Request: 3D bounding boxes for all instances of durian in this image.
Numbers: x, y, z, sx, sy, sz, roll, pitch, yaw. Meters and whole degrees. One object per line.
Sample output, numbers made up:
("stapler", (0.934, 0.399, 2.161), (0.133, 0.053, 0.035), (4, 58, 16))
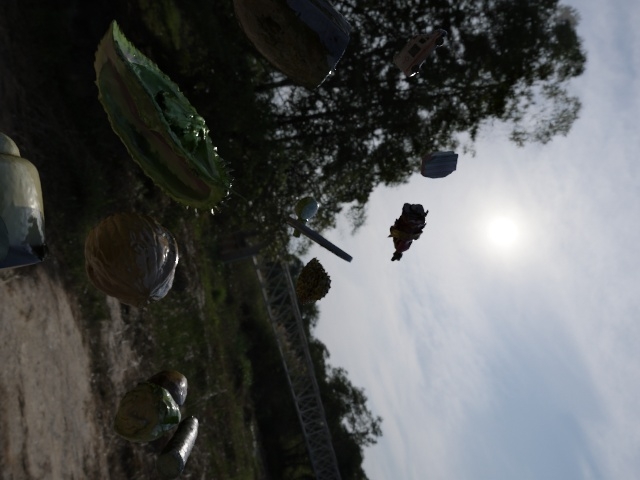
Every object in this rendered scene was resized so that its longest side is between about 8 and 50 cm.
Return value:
("durian", (-0.037, 0.179, 1.950), (0.165, 0.182, 0.132), (56, -18, -9))
("durian", (-0.289, -0.194, 0.821), (0.355, 0.157, 0.169), (54, -5, -15))

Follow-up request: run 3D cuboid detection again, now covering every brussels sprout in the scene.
("brussels sprout", (-0.440, 0.453, 1.152), (0.151, 0.149, 0.122), (53, -4, 45))

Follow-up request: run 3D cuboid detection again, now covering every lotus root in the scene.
("lotus root", (-0.093, -0.619, 1.281), (0.346, 0.250, 0.250), (36, 6, -23))
("lotus root", (-0.497, 0.483, 1.404), (0.260, 0.145, 0.128), (145, -62, -80))

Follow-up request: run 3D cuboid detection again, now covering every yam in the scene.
("yam", (-0.319, 0.464, 1.020), (0.274, 0.061, 0.061), (140, -66, -80))

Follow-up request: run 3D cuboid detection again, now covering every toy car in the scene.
("toy car", (0.380, -0.736, 1.708), (0.108, 0.210, 0.089), (40, 27, -10))

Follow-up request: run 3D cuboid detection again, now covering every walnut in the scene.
("walnut", (-0.477, 0.048, 1.138), (0.261, 0.225, 0.225), (54, -20, 36))

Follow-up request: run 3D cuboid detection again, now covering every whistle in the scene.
("whistle", (-0.075, -0.099, 1.871), (0.057, 0.104, 0.198), (46, -51, 31))

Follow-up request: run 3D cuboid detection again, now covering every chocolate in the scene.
("chocolate", (-0.762, -0.080, 0.918), (0.326, 0.314, 0.296), (-24, 113, -60))

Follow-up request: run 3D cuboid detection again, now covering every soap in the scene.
("soap", (0.476, -0.305, 1.807), (0.056, 0.149, 0.100), (-116, -159, -58))

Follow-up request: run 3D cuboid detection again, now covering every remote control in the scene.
("remote control", (0.000, 0.000, 1.309), (0.245, 0.022, 0.077), (33, -4, -27))

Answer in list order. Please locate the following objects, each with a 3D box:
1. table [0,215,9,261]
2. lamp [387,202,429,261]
("table", (-0.581, -0.017, 0.736), (0.133, 0.043, 0.133), (160, -90, -87))
("lamp", (0.312, -0.029, 1.654), (0.253, 0.118, 0.118), (102, -28, -52))
